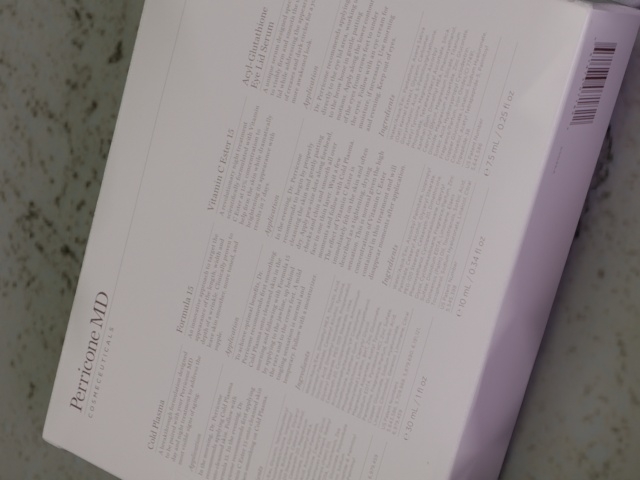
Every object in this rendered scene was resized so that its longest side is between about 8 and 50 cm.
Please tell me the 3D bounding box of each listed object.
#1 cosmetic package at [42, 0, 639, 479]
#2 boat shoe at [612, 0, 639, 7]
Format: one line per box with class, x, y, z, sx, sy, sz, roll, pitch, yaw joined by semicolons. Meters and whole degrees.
cosmetic package;0.000;0.000;0.988;0.284;0.097;0.377;23;106;25
boat shoe;0.168;-0.246;0.966;0.081;0.079;0.227;-11;86;18
